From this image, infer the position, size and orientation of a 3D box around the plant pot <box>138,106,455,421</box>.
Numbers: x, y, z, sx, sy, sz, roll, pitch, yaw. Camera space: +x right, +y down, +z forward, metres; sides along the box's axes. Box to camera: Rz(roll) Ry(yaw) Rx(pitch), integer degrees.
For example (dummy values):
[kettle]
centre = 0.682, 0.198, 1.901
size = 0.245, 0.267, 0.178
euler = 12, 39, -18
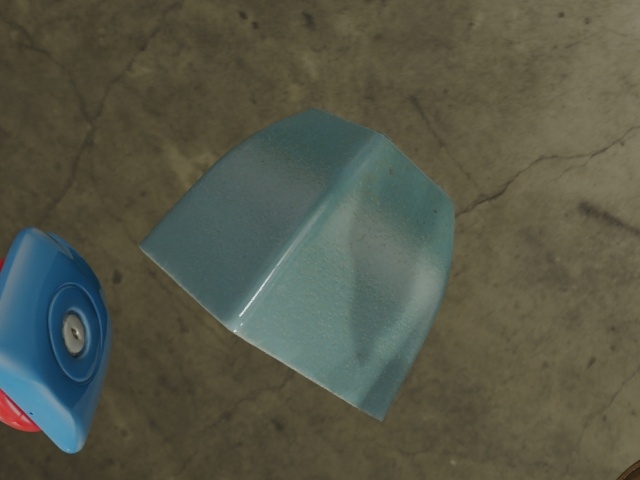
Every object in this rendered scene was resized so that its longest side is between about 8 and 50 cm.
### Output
[plant pot]
centre = 0.000, 0.000, 0.990
size = 0.252, 0.247, 0.248
euler = -55, 38, -2

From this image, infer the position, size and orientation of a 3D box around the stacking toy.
[stacking toy]
centre = -0.362, 0.109, 0.837
size = 0.302, 0.165, 0.175
euler = -11, 136, 14

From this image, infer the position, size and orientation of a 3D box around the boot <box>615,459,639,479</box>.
[boot]
centre = 0.427, 0.444, 1.272
size = 0.112, 0.115, 0.305
euler = 34, 112, 21
